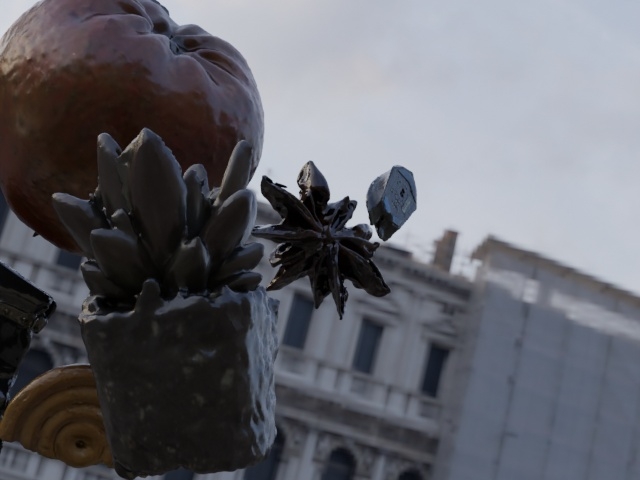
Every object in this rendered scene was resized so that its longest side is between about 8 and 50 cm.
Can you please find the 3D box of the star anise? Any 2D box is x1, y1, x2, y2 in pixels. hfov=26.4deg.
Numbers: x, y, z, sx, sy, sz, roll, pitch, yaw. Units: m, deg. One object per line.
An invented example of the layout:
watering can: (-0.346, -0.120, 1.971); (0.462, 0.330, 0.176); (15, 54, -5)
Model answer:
star anise: (-0.004, 0.001, 2.240); (0.283, 0.212, 0.129); (42, -26, -14)

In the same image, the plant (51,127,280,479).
plant: (-0.139, 0.058, 1.282); (0.194, 0.321, 0.181); (-5, -6, 7)

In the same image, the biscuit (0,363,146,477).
biscuit: (-0.313, 0.242, 1.865); (0.224, 0.144, 0.033); (22, 4, -22)

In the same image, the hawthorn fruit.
hawthorn fruit: (-0.294, -0.146, 1.911); (0.403, 0.403, 0.403); (13, -19, 4)

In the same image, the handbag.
handbag: (-0.553, 0.153, 1.982); (0.288, 0.342, 0.152); (21, -4, 8)

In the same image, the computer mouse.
computer mouse: (0.095, -0.054, 1.956); (0.047, 0.135, 0.079); (-11, -56, 36)
